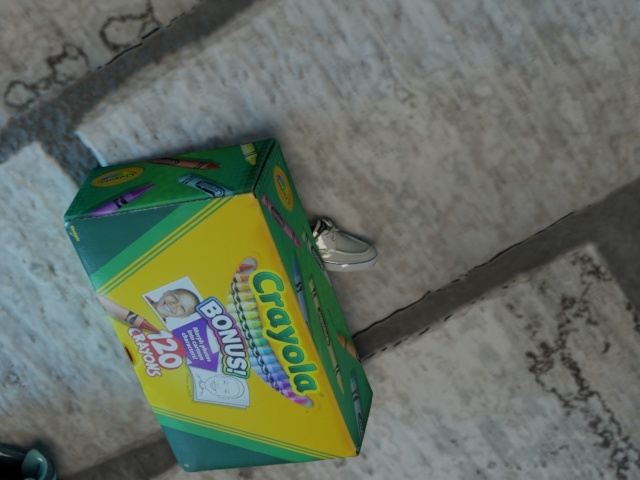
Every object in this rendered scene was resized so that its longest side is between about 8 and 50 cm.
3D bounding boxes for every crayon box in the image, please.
[{"bbox_3d":[-0.076,0.060,1.220,0.165,0.081,0.278,-8,124,19],"label":"crayon box"}]

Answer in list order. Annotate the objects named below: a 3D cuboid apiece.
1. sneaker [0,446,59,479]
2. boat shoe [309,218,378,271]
[{"bbox_3d":[-0.272,0.261,1.345,0.122,0.110,0.283,-40,116,17],"label":"sneaker"},{"bbox_3d":[0.000,0.000,1.235,0.100,0.035,0.035,9,124,-1],"label":"boat shoe"}]
